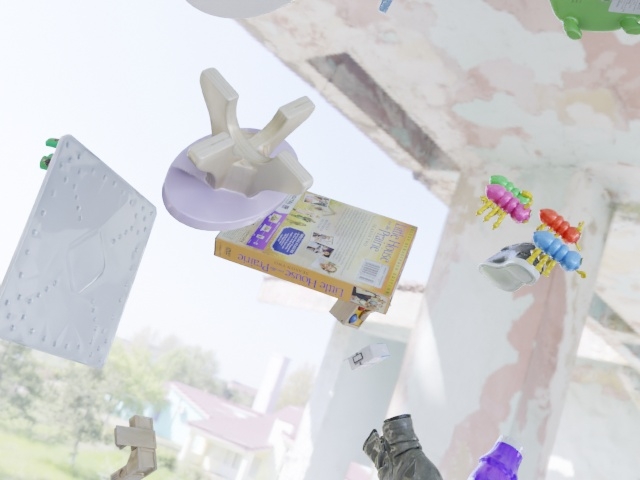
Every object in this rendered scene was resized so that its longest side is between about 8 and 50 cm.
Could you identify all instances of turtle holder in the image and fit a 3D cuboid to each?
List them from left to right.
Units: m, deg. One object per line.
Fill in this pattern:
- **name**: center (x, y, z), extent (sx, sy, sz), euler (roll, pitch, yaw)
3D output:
- **turtle holder**: center (0.657, -0.634, 1.681), extent (0.320, 0.228, 0.243), euler (-10, -36, 31)

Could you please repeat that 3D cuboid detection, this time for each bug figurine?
- **bug figurine**: center (0.374, -0.033, 1.211), extent (0.216, 0.072, 0.279), euler (38, 23, 7)

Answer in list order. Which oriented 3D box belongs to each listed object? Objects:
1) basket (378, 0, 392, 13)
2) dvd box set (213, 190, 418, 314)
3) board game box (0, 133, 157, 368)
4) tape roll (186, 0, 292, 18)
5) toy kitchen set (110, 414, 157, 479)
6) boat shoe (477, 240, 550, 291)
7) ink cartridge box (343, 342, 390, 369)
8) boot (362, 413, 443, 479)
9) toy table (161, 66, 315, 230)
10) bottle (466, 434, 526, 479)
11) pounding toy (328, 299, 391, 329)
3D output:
- **basket**: center (0.251, -0.843, 2.064), extent (0.201, 0.255, 0.289), euler (18, -9, -3)
- **dvd box set**: center (0.000, 0.000, 1.654), extent (0.420, 0.308, 0.062), euler (18, -53, 8)
- **board game box**: center (-0.495, 0.038, 1.413), extent (0.050, 0.390, 0.390), euler (10, -17, 17)
- **tape roll**: center (-0.185, -0.711, 1.730), extent (0.391, 0.072, 0.392), euler (-13, -21, -5)
- **toy kitchen set**: center (-0.297, 0.315, 1.044), extent (0.075, 0.083, 0.068), euler (-37, -41, 27)
- **boat shoe**: center (0.507, 0.065, 1.806), extent (0.114, 0.091, 0.302), euler (43, -11, -6)
- **ink cartridge box**: center (0.088, 0.229, 1.345), extent (0.048, 0.028, 0.083), euler (4, -32, -41)
- **boot**: center (0.113, 0.403, 1.131), extent (0.083, 0.247, 0.161), euler (5, 41, -35)
- **toy table**: center (-0.125, -0.143, 1.138), extent (0.252, 0.274, 0.161), euler (40, -40, 2)
- **bottle**: center (0.345, 0.546, 1.474), extent (0.092, 0.283, 0.118), euler (30, -32, 21)
- **pounding toy**: center (0.127, 0.215, 2.199), extent (0.100, 0.130, 0.141), euler (40, 7, 32)
